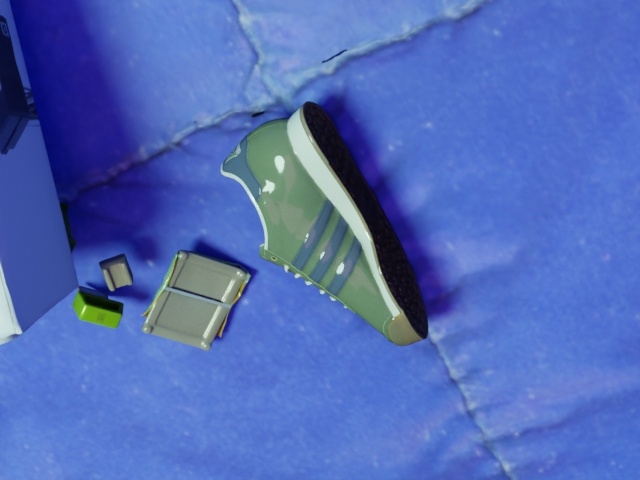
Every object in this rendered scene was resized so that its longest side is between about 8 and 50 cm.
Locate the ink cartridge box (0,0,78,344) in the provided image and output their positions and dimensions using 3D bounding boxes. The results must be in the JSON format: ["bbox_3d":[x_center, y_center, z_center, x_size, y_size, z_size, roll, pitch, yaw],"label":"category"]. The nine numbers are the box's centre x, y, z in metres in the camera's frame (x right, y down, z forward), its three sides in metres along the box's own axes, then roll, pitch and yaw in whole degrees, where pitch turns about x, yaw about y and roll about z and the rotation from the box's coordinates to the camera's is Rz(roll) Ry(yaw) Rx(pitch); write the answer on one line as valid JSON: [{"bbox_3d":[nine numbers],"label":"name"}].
[{"bbox_3d":[-0.306,-0.081,0.692,0.223,0.129,0.307,-10,100,9],"label":"ink cartridge box"}]

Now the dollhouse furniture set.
[{"bbox_3d":[-0.136,0.023,0.820,0.151,0.058,0.076,19,109,-25],"label":"dollhouse furniture set"}]

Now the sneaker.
[{"bbox_3d":[0.000,0.000,0.780,0.086,0.064,0.192,-21,112,22],"label":"sneaker"}]
